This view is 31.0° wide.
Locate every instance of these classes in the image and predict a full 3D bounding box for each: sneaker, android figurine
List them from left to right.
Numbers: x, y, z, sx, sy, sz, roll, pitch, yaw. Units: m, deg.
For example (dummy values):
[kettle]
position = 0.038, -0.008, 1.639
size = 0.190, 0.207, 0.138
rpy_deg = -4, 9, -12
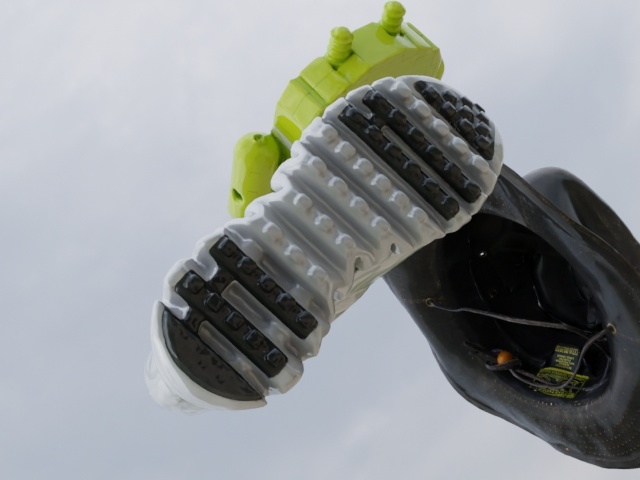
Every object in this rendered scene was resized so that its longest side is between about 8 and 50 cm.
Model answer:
[sneaker]
position = 0.000, 0.000, 0.707
size = 0.292, 0.110, 0.118
rpy_deg = -40, -5, -30
[android figurine]
position = 0.021, -0.103, 1.068
size = 0.248, 0.056, 0.273
rpy_deg = -32, -25, -28

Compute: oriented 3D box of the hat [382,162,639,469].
[hat]
position = 0.199, 0.031, 0.990
size = 0.134, 0.331, 0.331
rpy_deg = -41, -29, -28
